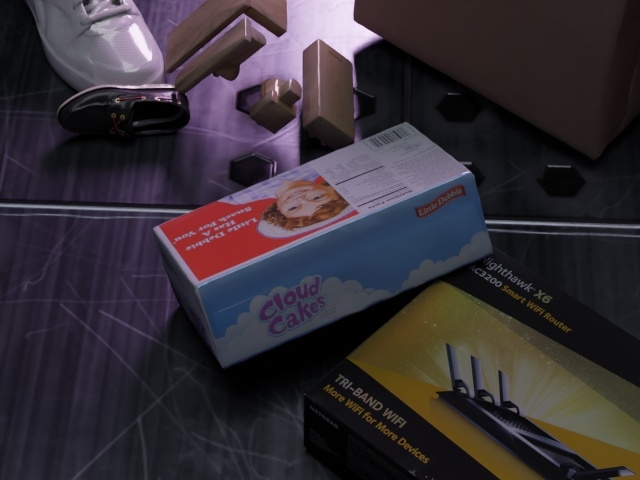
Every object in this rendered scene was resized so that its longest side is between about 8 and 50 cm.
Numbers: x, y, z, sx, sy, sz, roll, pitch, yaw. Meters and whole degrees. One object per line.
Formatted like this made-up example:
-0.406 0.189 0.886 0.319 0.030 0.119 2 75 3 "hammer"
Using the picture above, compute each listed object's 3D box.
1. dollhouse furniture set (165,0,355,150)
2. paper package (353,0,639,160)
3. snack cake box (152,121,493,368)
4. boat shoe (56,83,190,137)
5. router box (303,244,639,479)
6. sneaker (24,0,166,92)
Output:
-0.063 -0.157 1.754 0.151 0.123 0.144 32 39 -32 "dollhouse furniture set"
0.209 -0.292 1.703 0.325 0.309 0.168 33 52 25 "paper package"
0.000 0.000 1.536 0.264 0.089 0.152 -23 28 -11 "snack cake box"
-0.196 -0.128 1.728 0.133 0.049 0.042 -7 41 -12 "boat shoe"
0.177 0.164 1.450 0.309 0.081 0.243 34 55 26 "router box"
-0.254 -0.280 1.785 0.108 0.169 0.292 -24 54 -22 "sneaker"
